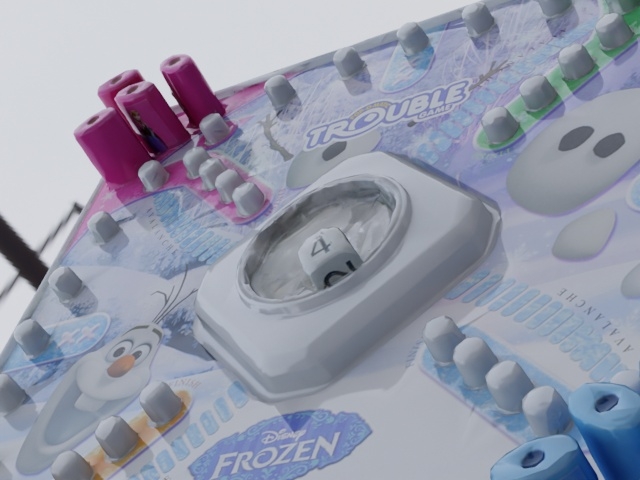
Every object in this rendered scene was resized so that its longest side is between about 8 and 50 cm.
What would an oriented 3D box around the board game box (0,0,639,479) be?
[{"bbox_3d":[0.000,0.000,0.607,0.050,0.390,0.390,56,-146,-29],"label":"board game box"}]
